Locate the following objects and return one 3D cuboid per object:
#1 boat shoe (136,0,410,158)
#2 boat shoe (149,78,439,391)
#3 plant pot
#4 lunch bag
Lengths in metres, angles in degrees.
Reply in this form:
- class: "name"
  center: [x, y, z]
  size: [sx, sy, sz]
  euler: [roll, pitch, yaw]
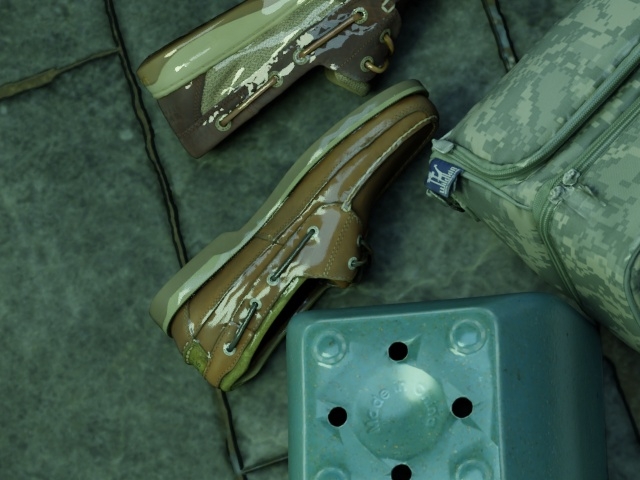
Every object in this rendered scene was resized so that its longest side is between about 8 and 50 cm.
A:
- class: "boat shoe"
  center: [0.013, -0.182, 1.748]
  size: [0.342, 0.123, 0.123]
  euler: [-29, 98, -1]
- class: "boat shoe"
  center: [0.000, 0.000, 1.691]
  size: [0.307, 0.110, 0.104]
  euler: [-45, 71, 8]
- class: "plant pot"
  center: [0.084, 0.157, 1.532]
  size: [0.247, 0.252, 0.248]
  euler: [-5, 71, 13]
- class: "lunch bag"
  center: [0.263, -0.087, 1.598]
  size: [0.305, 0.212, 0.256]
  euler: [-47, 51, -4]
